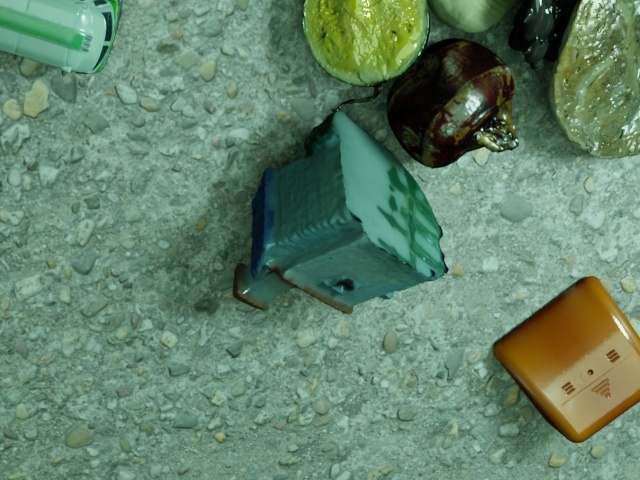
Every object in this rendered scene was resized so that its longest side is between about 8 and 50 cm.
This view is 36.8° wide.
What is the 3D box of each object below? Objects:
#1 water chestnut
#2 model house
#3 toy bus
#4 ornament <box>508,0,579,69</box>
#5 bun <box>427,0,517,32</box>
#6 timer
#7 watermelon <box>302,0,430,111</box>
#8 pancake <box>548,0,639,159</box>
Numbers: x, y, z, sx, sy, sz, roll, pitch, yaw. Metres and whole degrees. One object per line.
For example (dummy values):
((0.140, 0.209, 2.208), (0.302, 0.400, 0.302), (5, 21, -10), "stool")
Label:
((0.227, -0.217, 1.615), (0.238, 0.223, 0.224), (45, 100, 10), "water chestnut")
((0.000, 0.000, 1.686), (0.329, 0.252, 0.295), (-31, 140, 27), "model house")
((-0.451, -0.346, 1.470), (0.276, 0.165, 0.134), (15, 109, -15), "toy bus")
((0.368, -0.399, 1.549), (0.106, 0.260, 0.251), (20, 110, 13), "ornament")
((0.244, -0.461, 1.567), (0.229, 0.145, 0.229), (-36, 143, -33), "bun")
((0.513, 0.235, 1.917), (0.257, 0.161, 0.250), (-38, 98, 6), "timer")
((0.082, -0.354, 1.580), (0.204, 0.127, 0.232), (-18, 98, 15), "watermelon")
((0.542, -0.322, 1.667), (0.387, 0.082, 0.387), (-15, 119, -28), "pancake")
